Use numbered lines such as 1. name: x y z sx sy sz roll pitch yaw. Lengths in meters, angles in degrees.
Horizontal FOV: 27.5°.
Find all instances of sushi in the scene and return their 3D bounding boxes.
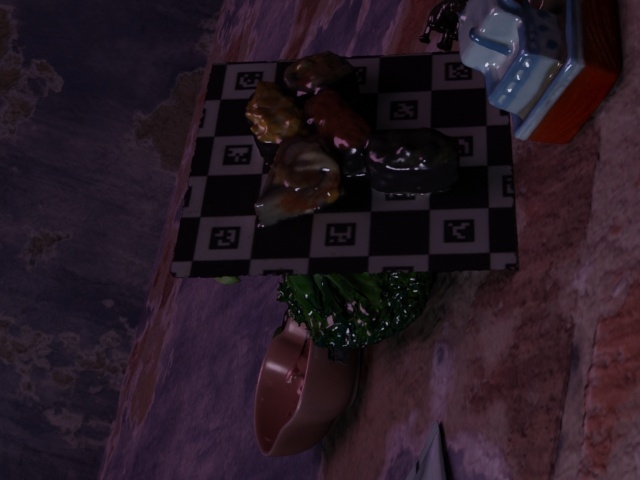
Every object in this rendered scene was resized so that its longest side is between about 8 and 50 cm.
1. sushi: 0.028 -0.112 1.420 0.064 0.359 0.343 81 -169 -48

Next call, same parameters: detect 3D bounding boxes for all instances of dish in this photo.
1. dish: -0.010 0.182 1.709 0.213 0.090 0.213 -164 90 -74

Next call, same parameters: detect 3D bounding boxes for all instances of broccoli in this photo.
1. broccoli: 0.000 0.000 1.524 0.297 0.297 0.298 25 123 48

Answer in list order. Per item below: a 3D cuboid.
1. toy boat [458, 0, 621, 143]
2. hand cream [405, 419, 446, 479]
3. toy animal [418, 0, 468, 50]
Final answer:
1. toy boat: 0.210 -0.254 1.337 0.145 0.133 0.332 121 160 -45
2. hand cream: 0.098 0.306 1.259 0.321 0.067 0.109 -91 22 -62
3. toy animal: 0.171 -0.291 1.683 0.065 0.047 0.135 -66 8 -8
